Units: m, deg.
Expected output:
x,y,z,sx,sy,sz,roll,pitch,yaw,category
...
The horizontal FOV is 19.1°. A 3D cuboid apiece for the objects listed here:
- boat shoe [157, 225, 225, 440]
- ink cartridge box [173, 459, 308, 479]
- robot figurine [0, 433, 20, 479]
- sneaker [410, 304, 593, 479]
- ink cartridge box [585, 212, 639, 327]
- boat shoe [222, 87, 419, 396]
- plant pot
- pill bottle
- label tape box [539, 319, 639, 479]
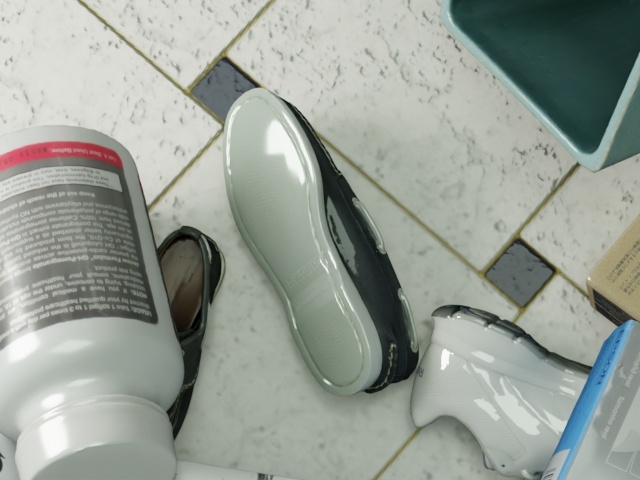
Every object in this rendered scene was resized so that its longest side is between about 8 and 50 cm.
x,y,z,sx,sy,sz,roll,pitch,yaw,category
-0.149,0.099,1.743,0.084,0.079,0.233,16,80,2,boat shoe
-0.045,0.253,1.677,0.191,0.139,0.082,7,76,1,ink cartridge box
-0.339,0.285,1.650,0.209,0.174,0.278,22,75,-39,robot figurine
0.219,0.167,1.730,0.297,0.111,0.129,25,95,9,sneaker
0.389,0.016,1.739,0.193,0.088,0.234,38,80,20,ink cartridge box
0.000,0.000,1.761,0.114,0.091,0.302,-27,77,39,boat shoe
0.303,-0.246,1.714,0.252,0.247,0.248,-13,48,-34,plant pot
-0.217,0.071,1.650,0.176,0.176,0.318,-14,57,-3,pill bottle
0.354,0.256,1.586,0.348,0.115,0.249,26,76,4,label tape box
